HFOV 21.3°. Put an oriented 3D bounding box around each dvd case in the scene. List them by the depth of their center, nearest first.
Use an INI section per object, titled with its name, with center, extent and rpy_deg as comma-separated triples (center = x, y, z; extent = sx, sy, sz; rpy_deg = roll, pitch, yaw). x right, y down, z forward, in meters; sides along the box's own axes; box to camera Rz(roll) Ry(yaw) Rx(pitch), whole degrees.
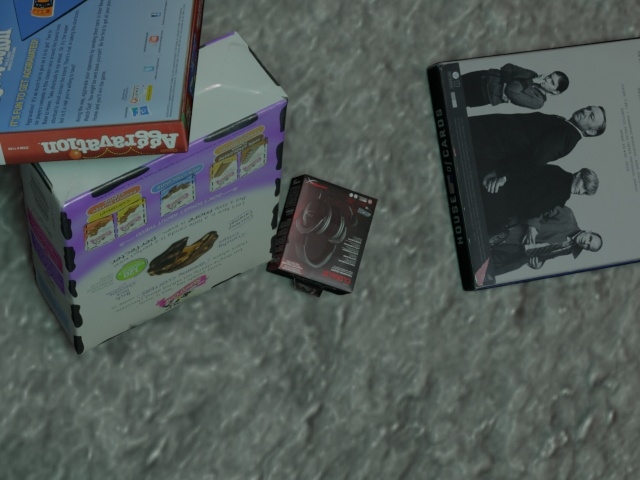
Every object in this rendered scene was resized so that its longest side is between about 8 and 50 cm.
[dvd case]
center = 0.211, -0.066, 1.355
extent = 0.238, 0.029, 0.179
rpy_deg = -9, 89, -20

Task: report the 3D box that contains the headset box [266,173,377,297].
[headset box]
center = 0.000, 0.000, 1.274
extent = 0.062, 0.032, 0.083
rpy_deg = 19, 78, -17

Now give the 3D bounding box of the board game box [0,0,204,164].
[board game box]
center = -0.150, -0.144, 1.110
extent = 0.145, 0.281, 0.027
rpy_deg = -3, 129, 3

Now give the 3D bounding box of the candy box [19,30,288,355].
[candy box]
center = -0.112, -0.028, 1.148
extent = 0.165, 0.196, 0.070
rpy_deg = -27, 64, -20
